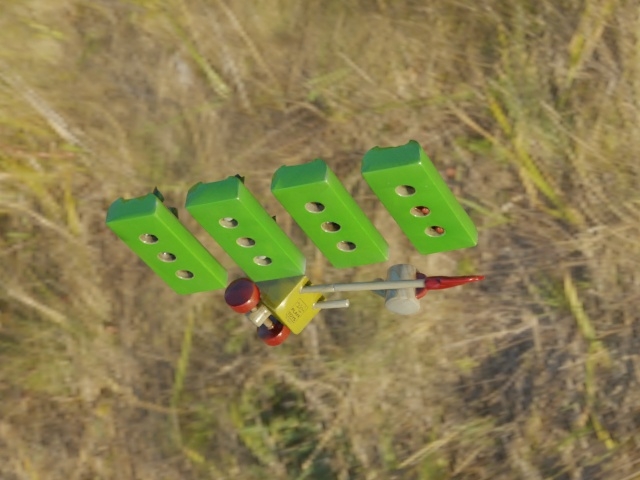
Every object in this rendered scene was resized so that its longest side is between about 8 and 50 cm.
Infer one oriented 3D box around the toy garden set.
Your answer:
[{"bbox_3d":[0.000,0.000,1.076,0.244,0.204,0.049,-10,55,24],"label":"toy garden set"}]
